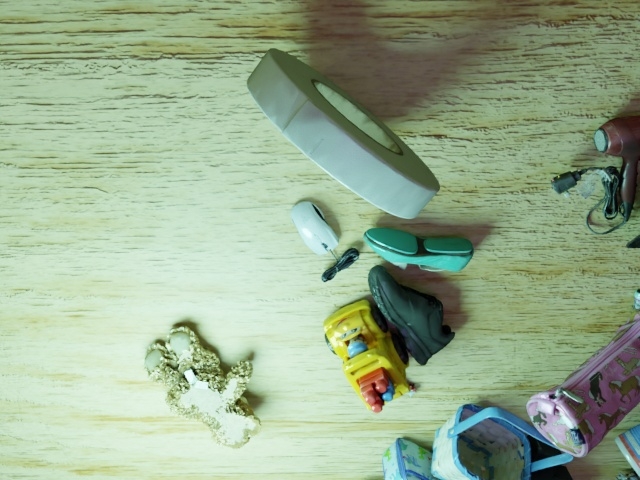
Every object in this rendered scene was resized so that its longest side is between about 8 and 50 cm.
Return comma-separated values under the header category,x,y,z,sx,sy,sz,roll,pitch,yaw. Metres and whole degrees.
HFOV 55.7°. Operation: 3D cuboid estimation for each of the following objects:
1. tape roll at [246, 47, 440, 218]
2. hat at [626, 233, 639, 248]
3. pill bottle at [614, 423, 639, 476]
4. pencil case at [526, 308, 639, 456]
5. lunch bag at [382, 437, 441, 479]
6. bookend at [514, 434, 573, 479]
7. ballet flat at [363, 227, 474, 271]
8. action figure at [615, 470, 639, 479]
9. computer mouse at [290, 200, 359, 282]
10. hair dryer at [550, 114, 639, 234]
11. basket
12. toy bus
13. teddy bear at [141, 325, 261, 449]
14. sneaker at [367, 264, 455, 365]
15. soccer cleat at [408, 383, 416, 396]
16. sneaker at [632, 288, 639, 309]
category,x,y,z,sx,sy,sz,roll,pitch,yaw
tape roll,0.044,-0.192,1.072,0.392,0.392,0.072,36,109,-15
hat,0.785,-0.084,1.254,0.332,0.331,0.133,-10,69,-4
pill bottle,0.880,0.503,1.534,0.222,0.124,0.124,-37,109,15
pencil case,0.649,0.311,1.356,0.386,0.167,0.160,-32,72,-17
lunch bag,0.268,0.621,1.554,0.219,0.176,0.090,33,112,-13
bookend,0.602,0.600,1.604,0.156,0.072,0.157,16,112,-8
ballet flat,0.213,0.032,1.345,0.248,0.083,0.087,7,128,-1
action figure,0.901,0.635,1.573,0.285,0.185,0.099,-17,101,-1
computer mouse,0.000,0.000,1.347,0.106,0.042,0.193,-32,111,14
hair dryer,0.642,-0.164,1.277,0.224,0.080,0.293,32,117,-31
basket,0.420,0.506,1.474,0.255,0.201,0.289,32,139,-14
toy bus,0.107,0.280,1.383,0.150,0.211,0.220,-29,110,13
teddy bear,-0.280,0.354,1.483,0.338,0.113,0.245,33,103,-6
sneaker,0.209,0.154,1.397,0.130,0.109,0.286,-34,117,4
soccer cleat,0.201,0.370,1.523,0.083,0.029,0.035,20,108,-14
sneaker,0.784,0.150,1.425,0.098,0.038,0.069,4,116,8
